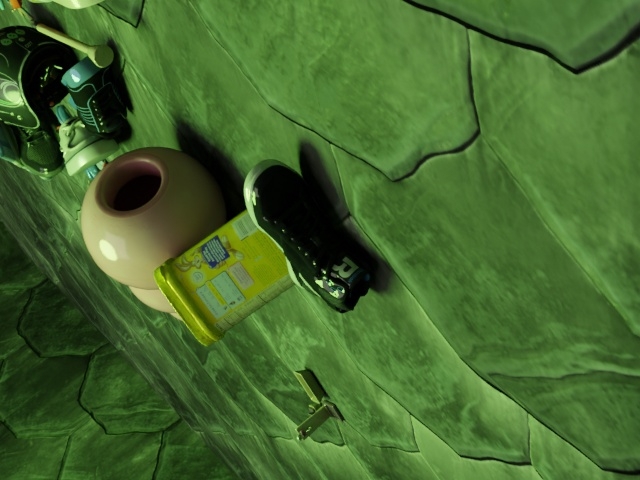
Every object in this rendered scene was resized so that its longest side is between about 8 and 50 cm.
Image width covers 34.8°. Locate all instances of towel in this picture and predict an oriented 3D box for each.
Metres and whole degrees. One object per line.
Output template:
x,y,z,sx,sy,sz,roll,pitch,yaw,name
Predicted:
-0.661,-0.236,2.153,0.209,0.034,0.285,62,-178,8,towel

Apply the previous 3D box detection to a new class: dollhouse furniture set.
-0.036,0.278,1.733,0.114,0.081,0.091,58,160,-17,dollhouse furniture set

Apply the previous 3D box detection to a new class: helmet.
-0.492,-0.271,1.689,0.161,0.169,0.169,15,141,36,helmet

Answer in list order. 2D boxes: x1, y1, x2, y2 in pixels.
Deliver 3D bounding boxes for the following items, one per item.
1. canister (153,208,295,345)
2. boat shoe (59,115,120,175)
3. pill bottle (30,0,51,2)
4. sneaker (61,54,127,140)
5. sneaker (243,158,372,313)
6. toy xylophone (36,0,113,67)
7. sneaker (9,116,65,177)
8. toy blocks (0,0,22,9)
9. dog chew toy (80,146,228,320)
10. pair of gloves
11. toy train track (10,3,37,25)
-0.113,0.042,1.341,0.126,0.170,0.073,55,-170,-7,canister
-0.406,-0.173,1.758,0.088,0.096,0.267,61,175,-12,boat shoe
-0.405,-0.369,1.488,0.083,0.043,0.043,19,142,57,pill bottle
-0.335,-0.217,1.556,0.090,0.081,0.232,50,168,-2,sneaker
0.000,0.000,1.175,0.121,0.079,0.217,31,160,40,sneaker
-0.343,-0.359,1.303,0.322,0.081,0.236,36,155,40,toy xylophone
-0.587,-0.233,2.053,0.130,0.087,0.227,84,160,-60,sneaker
-0.512,-0.417,1.635,0.123,0.054,0.148,43,159,28,toy blocks
-0.215,0.011,1.515,0.206,0.206,0.332,40,166,33,dog chew toy
-0.473,-0.182,2.015,0.159,0.023,0.198,51,162,3,pair of gloves
-0.512,-0.389,1.746,0.083,0.014,0.048,41,158,28,toy train track
